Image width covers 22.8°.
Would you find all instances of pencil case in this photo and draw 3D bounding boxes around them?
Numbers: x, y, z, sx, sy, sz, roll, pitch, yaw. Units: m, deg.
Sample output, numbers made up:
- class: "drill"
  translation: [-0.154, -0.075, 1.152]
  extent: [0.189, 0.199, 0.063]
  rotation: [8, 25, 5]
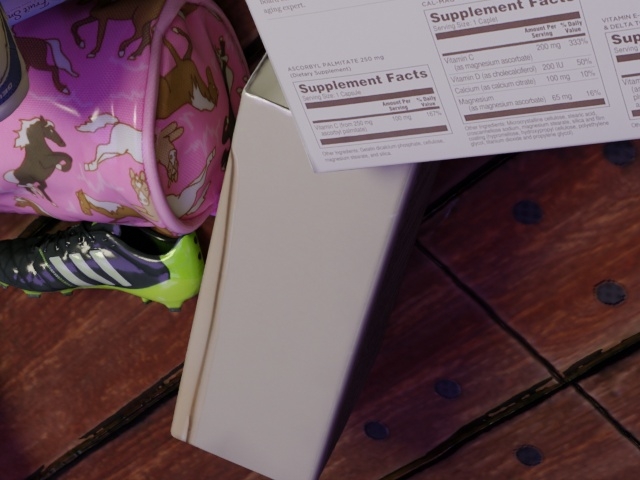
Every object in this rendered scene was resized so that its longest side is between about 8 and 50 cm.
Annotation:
- class: "pencil case"
  translation: [-0.238, -0.089, 1.074]
  extent: [0.386, 0.160, 0.167]
  rotation: [2, 166, 22]

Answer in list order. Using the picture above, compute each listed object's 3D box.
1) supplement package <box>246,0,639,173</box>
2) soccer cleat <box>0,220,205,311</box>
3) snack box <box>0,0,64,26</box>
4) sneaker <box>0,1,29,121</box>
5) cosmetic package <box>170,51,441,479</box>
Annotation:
- class: "supplement package"
  translation: [0.120, -0.161, 0.823]
  extent: [0.261, 0.204, 0.145]
  rotation: [-4, 126, 27]
- class: "soccer cleat"
  translation: [-0.172, 0.007, 1.194]
  extent: [0.178, 0.060, 0.072]
  rotation: [5, 119, 12]
- class: "snack box"
  translation: [-0.193, -0.185, 0.982]
  extent: [0.141, 0.100, 0.037]
  rotation: [-23, 150, 10]
- class: "sneaker"
  translation: [-0.268, -0.169, 0.908]
  extent: [0.112, 0.296, 0.131]
  rotation: [-35, 148, -2]
- class: "cosmetic package"
  translation: [0.000, 0.000, 1.039]
  extent: [0.113, 0.160, 0.309]
  rotation: [21, 131, 7]
